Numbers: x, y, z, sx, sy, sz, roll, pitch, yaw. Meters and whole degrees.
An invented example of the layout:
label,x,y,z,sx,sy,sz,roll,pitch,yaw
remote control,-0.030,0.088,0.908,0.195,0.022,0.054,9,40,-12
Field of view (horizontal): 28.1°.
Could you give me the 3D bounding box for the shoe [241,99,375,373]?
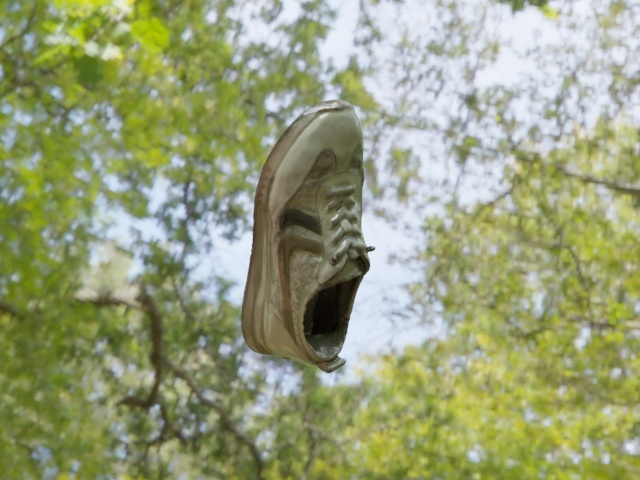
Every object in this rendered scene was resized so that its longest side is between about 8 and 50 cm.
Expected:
label,x,y,z,sx,sy,sz,roll,pitch,yaw
shoe,0.000,0.000,1.231,0.098,0.103,0.275,25,-61,32
